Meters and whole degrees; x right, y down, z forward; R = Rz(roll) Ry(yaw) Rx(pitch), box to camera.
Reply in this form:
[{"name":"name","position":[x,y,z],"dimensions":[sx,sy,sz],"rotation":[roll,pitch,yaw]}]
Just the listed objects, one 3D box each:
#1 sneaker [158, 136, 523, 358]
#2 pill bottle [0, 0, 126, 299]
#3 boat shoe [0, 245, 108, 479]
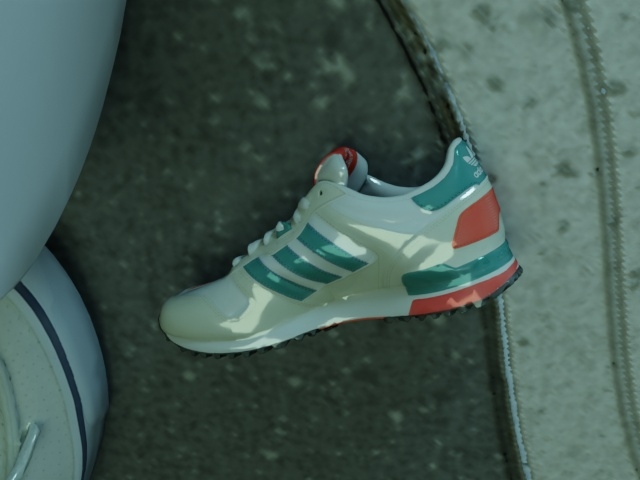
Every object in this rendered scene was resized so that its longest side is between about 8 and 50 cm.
[{"name":"sneaker","position":[0.000,0.000,0.456],"dimensions":[0.161,0.057,0.075],"rotation":[-12,101,19]},{"name":"pill bottle","position":[-0.259,-0.110,0.340],"dimensions":[0.363,0.210,0.210],"rotation":[17,123,1]},{"name":"boat shoe","position":[-0.203,0.162,0.527],"dimensions":[0.136,0.156,0.367],"rotation":[17,123,0]}]
